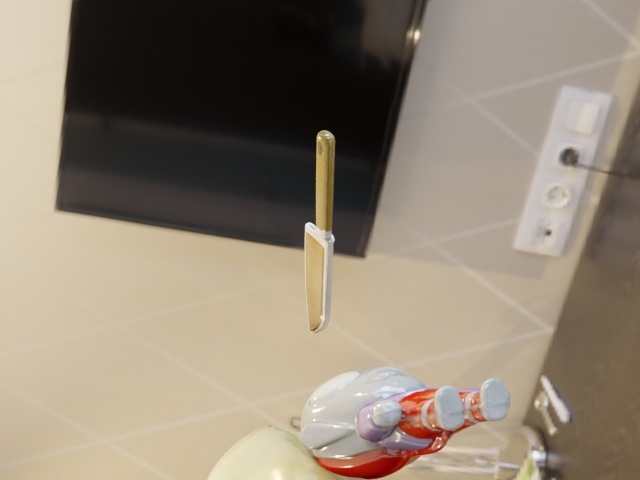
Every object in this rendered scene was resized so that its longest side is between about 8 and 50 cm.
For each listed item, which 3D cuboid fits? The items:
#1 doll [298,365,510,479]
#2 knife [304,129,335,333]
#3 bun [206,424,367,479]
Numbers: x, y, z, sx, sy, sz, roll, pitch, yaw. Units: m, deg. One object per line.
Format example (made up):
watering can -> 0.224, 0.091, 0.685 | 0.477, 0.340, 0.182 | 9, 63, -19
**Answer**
doll -> 0.039, 0.122, 0.576 | 0.227, 0.102, 0.075 | 148, 117, -62
knife -> 0.001, 0.000, 0.881 | 0.046, 0.022, 0.256 | 40, 139, 42
bun -> 0.026, 0.329, 0.713 | 0.202, 0.364, 0.364 | -45, -3, -13
